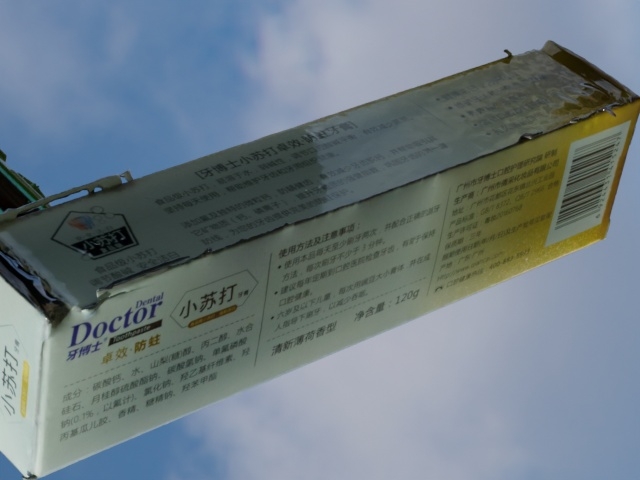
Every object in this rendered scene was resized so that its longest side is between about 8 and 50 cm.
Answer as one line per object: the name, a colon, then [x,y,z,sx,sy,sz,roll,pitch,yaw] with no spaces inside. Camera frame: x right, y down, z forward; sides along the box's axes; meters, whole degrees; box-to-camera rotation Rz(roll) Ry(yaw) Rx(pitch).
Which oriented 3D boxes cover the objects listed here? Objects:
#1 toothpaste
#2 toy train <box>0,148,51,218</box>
toothpaste: [0.000,0.000,0.767,0.313,0.071,0.089,-21,-44,-36]
toy train: [-0.197,-0.059,0.886,0.209,0.044,0.042,45,-104,-11]
